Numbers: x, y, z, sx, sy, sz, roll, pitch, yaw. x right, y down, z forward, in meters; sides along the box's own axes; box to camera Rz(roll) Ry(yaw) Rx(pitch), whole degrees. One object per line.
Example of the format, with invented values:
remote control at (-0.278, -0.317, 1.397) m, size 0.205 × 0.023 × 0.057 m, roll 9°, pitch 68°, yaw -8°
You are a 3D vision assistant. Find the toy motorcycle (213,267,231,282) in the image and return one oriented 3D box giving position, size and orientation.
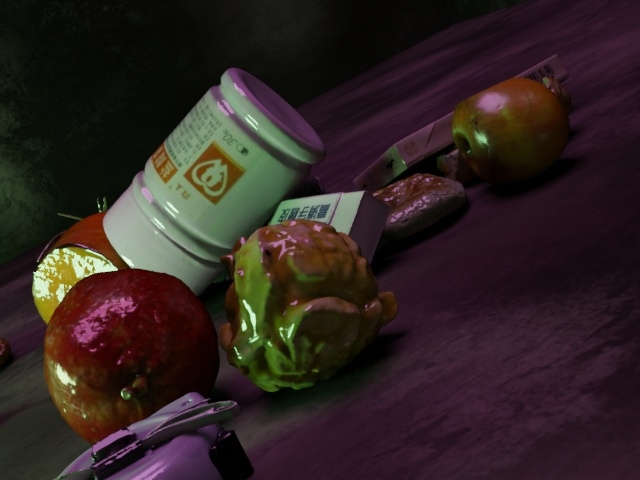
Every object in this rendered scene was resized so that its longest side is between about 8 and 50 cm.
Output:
toy motorcycle at (-0.181, 0.027, 1.775) m, size 0.151 × 0.074 × 0.229 m, roll -24°, pitch 21°, yaw -20°

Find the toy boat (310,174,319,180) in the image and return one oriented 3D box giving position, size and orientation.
toy boat at (-0.134, -0.121, 2.083) m, size 0.276 × 0.111 × 0.293 m, roll 4°, pitch 26°, yaw -27°

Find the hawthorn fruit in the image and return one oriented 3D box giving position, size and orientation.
hawthorn fruit at (-0.208, 0.137, 1.144) m, size 0.205 × 0.205 × 0.253 m, roll -26°, pitch 20°, yaw -5°

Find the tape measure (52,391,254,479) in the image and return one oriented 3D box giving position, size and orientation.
tape measure at (-0.157, 0.214, 0.928) m, size 0.196 × 0.105 × 0.178 m, roll -29°, pitch 14°, yaw -21°

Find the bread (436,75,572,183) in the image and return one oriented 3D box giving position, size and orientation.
bread at (0.294, -0.166, 1.638) m, size 0.232 × 0.088 × 0.128 m, roll -34°, pitch 0°, yaw -1°

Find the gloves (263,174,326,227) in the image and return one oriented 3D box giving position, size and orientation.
gloves at (-0.036, -0.055, 1.703) m, size 0.142 × 0.119 × 0.285 m, roll -58°, pitch 18°, yaw 24°

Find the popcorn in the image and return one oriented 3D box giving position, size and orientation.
popcorn at (-0.029, 0.065, 1.124) m, size 0.187 × 0.185 × 0.167 m, roll -27°, pitch -8°, yaw 33°

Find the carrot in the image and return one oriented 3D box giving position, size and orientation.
carrot at (-0.358, 0.054, 1.719) m, size 0.214 × 0.193 × 0.331 m, roll -4°, pitch 18°, yaw 11°

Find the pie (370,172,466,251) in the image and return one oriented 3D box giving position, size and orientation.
pie at (0.112, -0.042, 1.547) m, size 0.241 × 0.054 × 0.240 m, roll -25°, pitch 12°, yaw 5°

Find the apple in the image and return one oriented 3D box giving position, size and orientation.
apple at (0.276, -0.157, 1.494) m, size 0.147 × 0.146 × 0.163 m, roll -29°, pitch 1°, yaw -6°

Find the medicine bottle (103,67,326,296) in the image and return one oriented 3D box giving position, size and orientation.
medicine bottle at (-0.163, -0.086, 1.591) m, size 0.316 × 0.202 × 0.202 m, roll -47°, pitch 9°, yaw 12°

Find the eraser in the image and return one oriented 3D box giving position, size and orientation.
eraser at (0.000, 0.000, 1.460) m, size 0.210 × 0.068 × 0.124 m, roll -4°, pitch 59°, yaw 56°

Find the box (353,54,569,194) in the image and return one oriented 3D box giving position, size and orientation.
box at (0.241, -0.193, 1.797) m, size 0.365 × 0.051 × 0.204 m, roll -31°, pitch -2°, yaw -22°

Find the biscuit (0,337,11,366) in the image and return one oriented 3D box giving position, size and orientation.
biscuit at (-0.657, 0.242, 1.869) m, size 0.226 × 0.042 × 0.226 m, roll -22°, pitch 13°, yaw 5°
